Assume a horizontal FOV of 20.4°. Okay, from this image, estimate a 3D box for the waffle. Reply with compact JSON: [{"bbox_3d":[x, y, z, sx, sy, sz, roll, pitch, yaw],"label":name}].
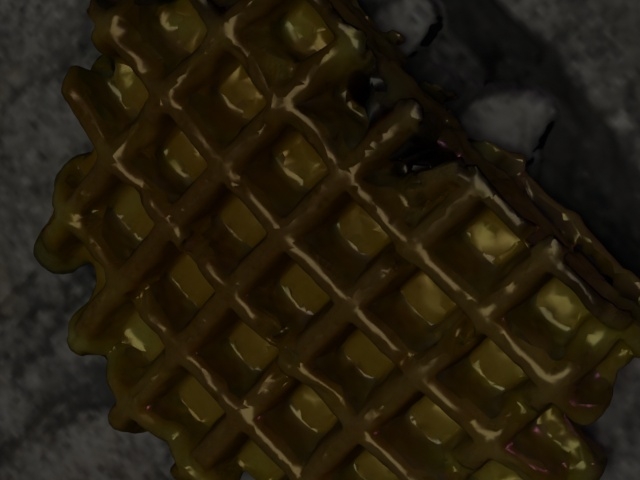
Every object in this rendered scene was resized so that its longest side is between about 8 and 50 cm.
[{"bbox_3d":[0.000,0.001,0.800,0.309,0.065,0.283,3,102,20],"label":"waffle"}]
